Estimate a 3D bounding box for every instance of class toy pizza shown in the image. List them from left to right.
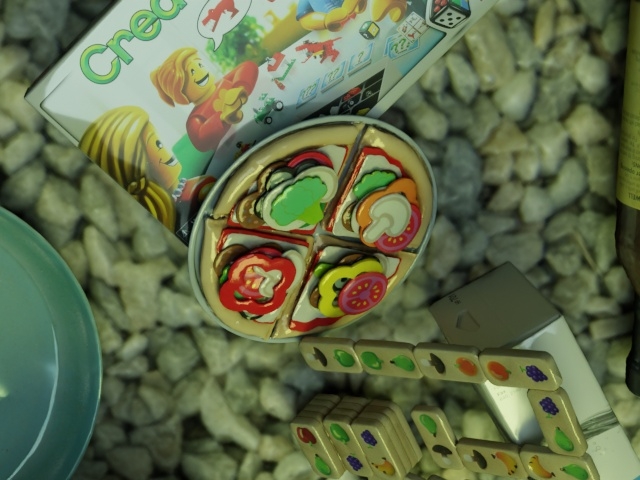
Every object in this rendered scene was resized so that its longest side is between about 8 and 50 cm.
[{"bbox_3d":[0.000,0.000,0.965,0.201,0.032,0.201,-14,128,-18],"label":"toy pizza"}]

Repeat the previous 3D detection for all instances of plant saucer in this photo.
[{"bbox_3d":[-0.322,0.105,0.958,0.318,0.044,0.317,-6,106,-21],"label":"plant saucer"}]

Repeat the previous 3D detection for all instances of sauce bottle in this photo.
[{"bbox_3d":[0.277,-0.044,0.985,0.111,0.111,0.344,0,108,-7],"label":"sauce bottle"}]

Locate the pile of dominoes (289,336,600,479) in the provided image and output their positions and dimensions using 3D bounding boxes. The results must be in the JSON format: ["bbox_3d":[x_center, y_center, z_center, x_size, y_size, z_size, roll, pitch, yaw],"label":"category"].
[{"bbox_3d":[0.089,0.163,0.969,0.040,0.251,0.196,-44,120,-36],"label":"pile of dominoes"}]

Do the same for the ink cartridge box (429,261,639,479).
[{"bbox_3d":[0.173,0.129,1.010,0.082,0.139,0.190,-29,109,1],"label":"ink cartridge box"}]

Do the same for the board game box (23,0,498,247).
[{"bbox_3d":[-0.038,-0.147,0.940,0.305,0.053,0.193,-44,108,7],"label":"board game box"}]
